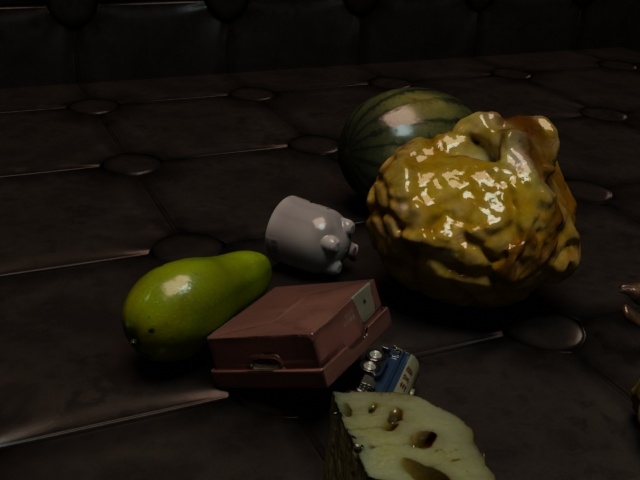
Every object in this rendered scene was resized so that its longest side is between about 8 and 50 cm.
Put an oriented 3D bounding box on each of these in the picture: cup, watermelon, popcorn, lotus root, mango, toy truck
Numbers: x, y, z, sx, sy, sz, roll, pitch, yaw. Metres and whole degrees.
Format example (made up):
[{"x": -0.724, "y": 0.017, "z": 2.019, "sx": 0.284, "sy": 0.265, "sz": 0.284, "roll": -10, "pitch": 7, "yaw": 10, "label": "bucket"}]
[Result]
[{"x": -0.007, "y": 0.007, "z": 1.649, "sx": 0.142, "sy": 0.173, "sz": 0.134, "roll": 19, "pitch": 61, "yaw": 26, "label": "cup"}, {"x": 0.214, "y": -0.204, "z": 1.903, "sx": 0.359, "sy": 0.278, "sz": 0.279, "roll": -6, "pitch": 27, "yaw": -21, "label": "watermelon"}, {"x": 0.280, "y": -0.041, "z": 1.548, "sx": 0.390, "sy": 0.344, "sz": 0.354, "roll": -24, "pitch": -12, "yaw": -4, "label": "popcorn"}, {"x": 0.087, "y": 0.321, "z": 0.849, "sx": 0.149, "sy": 0.260, "sz": 0.267, "roll": 1, "pitch": 13, "yaw": -9, "label": "lotus root"}, {"x": -0.194, "y": 0.096, "z": 1.367, "sx": 0.143, "sy": 0.175, "sz": 0.293, "roll": 47, "pitch": 39, "yaw": 15, "label": "mango"}, {"x": 0.090, "y": 0.227, "z": 1.248, "sx": 0.088, "sy": 0.074, "sz": 0.201, "roll": 19, "pitch": 28, "yaw": 12, "label": "toy truck"}]

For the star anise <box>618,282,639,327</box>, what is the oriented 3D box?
[{"x": 0.679, "y": 0.126, "z": 1.476, "sx": 0.292, "sy": 0.108, "sz": 0.350, "roll": 12, "pitch": 16, "yaw": 34, "label": "star anise"}]

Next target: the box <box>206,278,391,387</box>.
[{"x": -0.035, "y": 0.141, "z": 1.310, "sx": 0.215, "sy": 0.086, "sz": 0.215, "roll": -6, "pitch": 17, "yaw": 34, "label": "box"}]

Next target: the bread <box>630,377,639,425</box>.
[{"x": 0.523, "y": 0.258, "z": 1.153, "sx": 0.152, "sy": 0.130, "sz": 0.267, "roll": -36, "pitch": 18, "yaw": 19, "label": "bread"}]
